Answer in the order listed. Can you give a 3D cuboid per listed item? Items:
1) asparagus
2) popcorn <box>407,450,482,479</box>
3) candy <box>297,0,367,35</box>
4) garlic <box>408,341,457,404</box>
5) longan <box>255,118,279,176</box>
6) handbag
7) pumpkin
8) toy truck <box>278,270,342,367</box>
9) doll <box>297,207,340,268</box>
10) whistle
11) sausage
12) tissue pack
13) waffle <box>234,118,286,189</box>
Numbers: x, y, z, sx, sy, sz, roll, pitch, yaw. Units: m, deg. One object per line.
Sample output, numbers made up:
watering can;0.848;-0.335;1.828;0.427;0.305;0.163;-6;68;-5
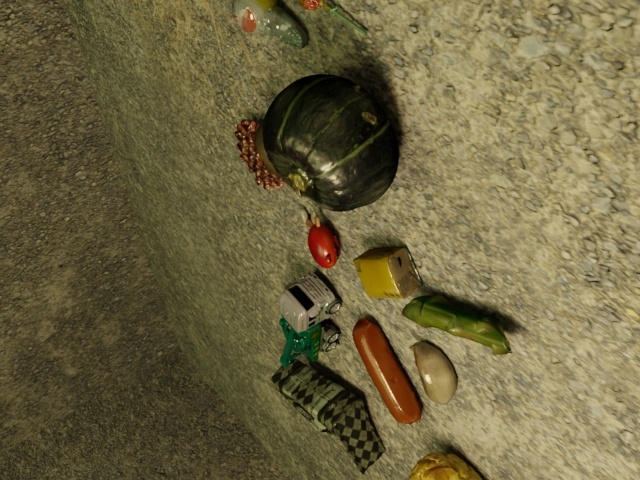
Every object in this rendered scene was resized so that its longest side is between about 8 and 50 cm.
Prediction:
asparagus;0.321;0.188;1.527;0.343;0.085;0.082;11;129;56
popcorn;0.363;0.721;1.882;0.250;0.190;0.250;51;156;33
candy;0.025;-0.486;1.407;0.201;0.060;0.060;41;149;22
garlic;0.305;0.368;1.759;0.198;0.091;0.128;63;170;-20
longan;-0.089;-0.248;1.724;0.167;0.167;0.187;48;152;23
handbag;0.031;0.630;2.416;0.416;0.180;0.316;22;147;51
pumpkin;0.024;-0.211;1.462;0.323;0.241;0.323;39;161;17
toy truck;-0.045;0.270;2.163;0.176;0.178;0.363;45;148;29
doll;0.000;0.000;1.912;0.217;0.085;0.183;-134;26;-65
whistle;-0.129;-0.524;1.572;0.223;0.123;0.123;39;150;10
sausage;0.191;0.388;1.950;0.348;0.094;0.097;60;150;1
tissue pack;0.167;0.083;1.690;0.169;0.082;0.119;-5;111;62
waffle;-0.175;-0.257;1.989;0.221;0.055;0.234;-3;119;60
